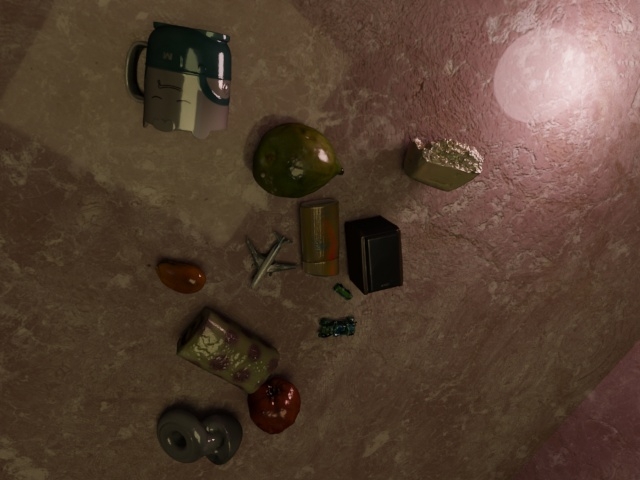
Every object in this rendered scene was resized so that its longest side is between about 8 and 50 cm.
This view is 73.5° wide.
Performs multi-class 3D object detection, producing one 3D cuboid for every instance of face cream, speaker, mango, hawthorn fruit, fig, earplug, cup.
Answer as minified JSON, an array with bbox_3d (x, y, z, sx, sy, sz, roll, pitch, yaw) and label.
[{"bbox_3d":[0.000,0.000,1.512,0.139,0.067,0.285,-8,115,-13],"label":"face cream"},{"bbox_3d":[0.189,0.049,1.534,0.153,0.192,0.231,-11,112,-13],"label":"speaker"},{"bbox_3d":[-0.455,0.116,1.402,0.159,0.084,0.105,27,119,-7],"label":"mango"},{"bbox_3d":[-0.176,0.668,1.683,0.207,0.207,0.243,-14,121,-13],"label":"hawthorn fruit"},{"bbox_3d":[-0.061,-0.258,1.335,0.314,0.233,0.233,-40,132,-51],"label":"fig"},{"bbox_3d":[-0.459,0.742,1.635,0.325,0.175,0.214,16,111,-15],"label":"earplug"},{"bbox_3d":[-0.377,-0.422,1.130,0.289,0.219,0.258,14,110,10],"label":"cup"}]

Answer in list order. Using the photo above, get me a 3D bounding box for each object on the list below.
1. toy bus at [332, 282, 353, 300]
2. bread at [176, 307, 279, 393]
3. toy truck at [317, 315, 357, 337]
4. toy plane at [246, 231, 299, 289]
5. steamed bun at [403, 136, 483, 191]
[{"bbox_3d":[0.088,0.199,1.652,0.037,0.031,0.083,-44,118,10],"label":"toy bus"},{"bbox_3d":[-0.324,0.396,1.525,0.338,0.155,0.187,41,91,-28],"label":"bread"},{"bbox_3d":[0.069,0.353,1.687,0.154,0.078,0.080,0,111,-19],"label":"toy truck"},{"bbox_3d":[-0.182,0.074,1.488,0.226,0.058,0.226,30,104,-31],"label":"toy plane"},{"bbox_3d":[0.406,-0.284,1.470,0.225,0.200,0.170,14,68,-22],"label":"steamed bun"}]
